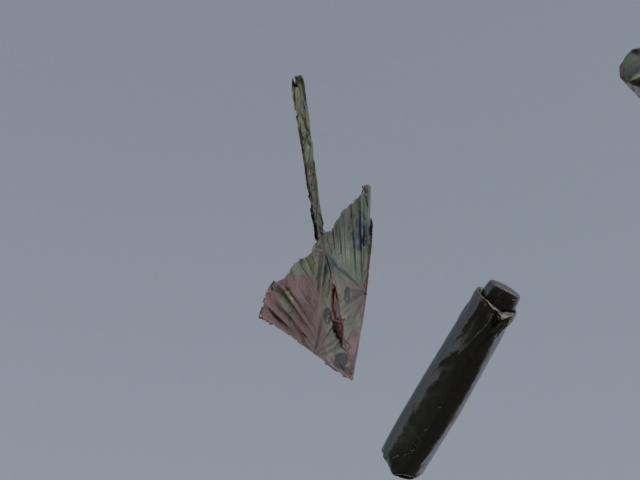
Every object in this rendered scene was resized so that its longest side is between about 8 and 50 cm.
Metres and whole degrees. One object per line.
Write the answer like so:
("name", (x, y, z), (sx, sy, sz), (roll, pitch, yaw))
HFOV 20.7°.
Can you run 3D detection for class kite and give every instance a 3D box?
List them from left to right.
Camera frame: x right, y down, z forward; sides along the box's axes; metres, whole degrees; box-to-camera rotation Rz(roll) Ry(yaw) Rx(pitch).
("kite", (-0.001, 0.000, 0.812), (0.005, 0.137, 0.152), (-3, -65, 26))

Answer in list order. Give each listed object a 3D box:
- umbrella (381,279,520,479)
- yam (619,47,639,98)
("umbrella", (0.078, 0.084, 1.037), (0.031, 0.036, 0.133), (21, -78, -37))
("yam", (0.215, -0.038, 0.862), (0.027, 0.029, 0.234), (0, -21, 41))
